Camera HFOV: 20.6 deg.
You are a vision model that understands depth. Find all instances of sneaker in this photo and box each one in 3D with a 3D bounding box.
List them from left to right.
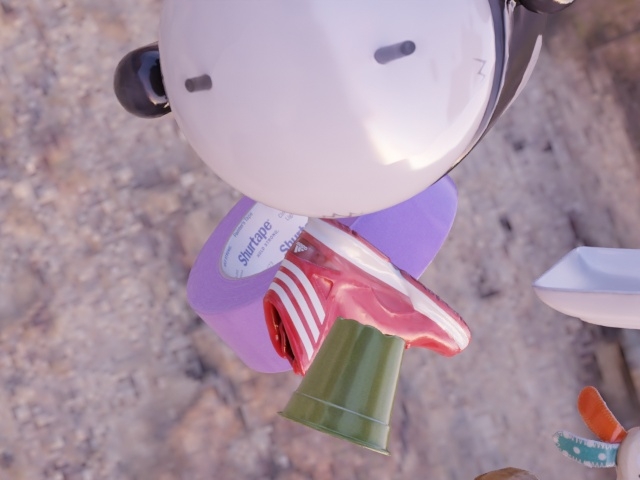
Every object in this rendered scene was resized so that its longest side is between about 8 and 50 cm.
[{"bbox_3d":[0.029,0.073,1.527,0.221,0.128,0.087,38,-1,-36],"label":"sneaker"}]

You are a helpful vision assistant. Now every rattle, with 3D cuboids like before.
[{"bbox_3d":[0.294,0.222,1.517,0.199,0.130,0.143,56,15,-6],"label":"rattle"}]

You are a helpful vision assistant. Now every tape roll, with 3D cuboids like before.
[{"bbox_3d":[0.000,0.000,1.727,0.090,0.275,0.274,48,32,-22],"label":"tape roll"}]

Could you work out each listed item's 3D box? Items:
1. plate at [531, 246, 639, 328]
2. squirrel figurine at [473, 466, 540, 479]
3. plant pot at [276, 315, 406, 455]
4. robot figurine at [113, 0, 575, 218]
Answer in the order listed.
[{"bbox_3d":[0.362,0.050,1.697,0.278,0.277,0.045,-23,116,-71],"label":"plate"},{"bbox_3d":[0.072,0.338,1.051,0.281,0.370,0.396,-10,85,-36],"label":"squirrel figurine"},{"bbox_3d":[0.022,0.096,1.200,0.083,0.083,0.079,26,83,-56],"label":"plant pot"},{"bbox_3d":[0.022,-0.115,0.905,0.174,0.209,0.278,36,23,4],"label":"robot figurine"}]
